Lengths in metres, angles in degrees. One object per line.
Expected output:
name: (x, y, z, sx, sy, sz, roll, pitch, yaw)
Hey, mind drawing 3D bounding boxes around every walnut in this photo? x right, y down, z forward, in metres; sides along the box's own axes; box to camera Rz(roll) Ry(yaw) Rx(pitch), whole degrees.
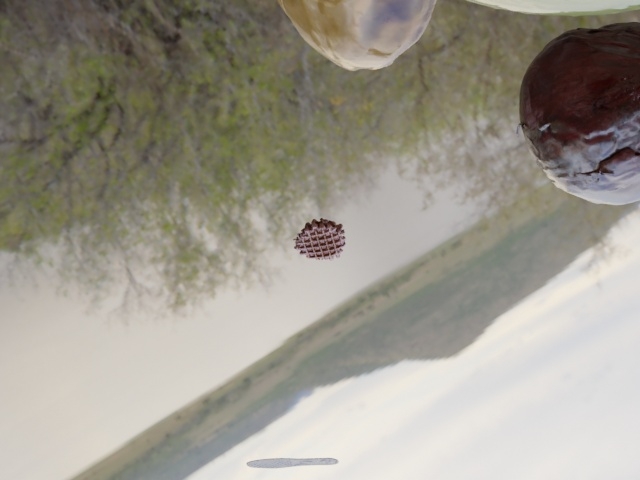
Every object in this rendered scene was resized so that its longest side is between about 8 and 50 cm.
walnut: (0.009, -0.198, 0.511, 0.087, 0.211, 0.167, 8, -169, -24)

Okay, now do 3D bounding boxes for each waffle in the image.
waffle: (0.000, 0.000, 1.574, 0.029, 0.083, 0.075, -97, -150, -53)

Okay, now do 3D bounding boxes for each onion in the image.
onion: (0.376, -0.146, 1.243, 0.281, 0.221, 0.281, 4, 161, 1)

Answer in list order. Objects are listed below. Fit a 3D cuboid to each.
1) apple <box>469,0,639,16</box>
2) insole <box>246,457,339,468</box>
apple: (0.190, -0.344, 0.686, 0.320, 0.360, 0.312, 61, 44, -62)
insole: (-0.040, 0.317, 1.417, 0.135, 0.002, 0.045, -4, 150, 9)
